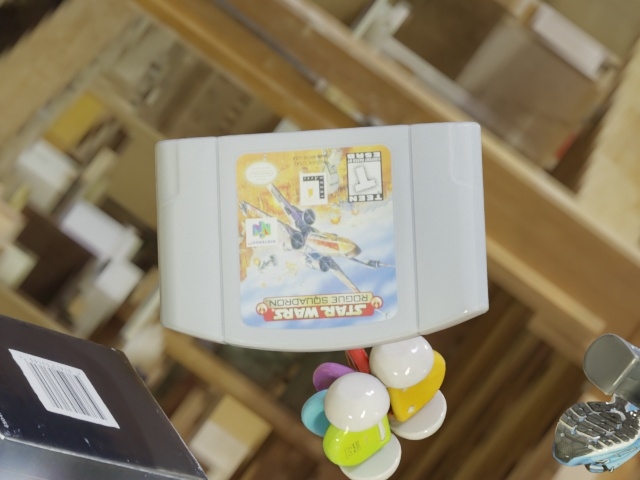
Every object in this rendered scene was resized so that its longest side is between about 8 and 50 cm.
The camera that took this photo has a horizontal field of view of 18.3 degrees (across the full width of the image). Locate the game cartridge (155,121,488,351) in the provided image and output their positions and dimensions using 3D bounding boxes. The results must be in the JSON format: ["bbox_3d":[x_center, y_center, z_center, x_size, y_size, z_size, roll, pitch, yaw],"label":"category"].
[{"bbox_3d":[0.000,0.000,1.777,0.062,0.297,0.198,49,38,-77],"label":"game cartridge"}]

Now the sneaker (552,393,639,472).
[{"bbox_3d":[0.263,0.189,1.825,0.162,0.063,0.073,-9,126,-52],"label":"sneaker"}]

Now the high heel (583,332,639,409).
[{"bbox_3d":[0.292,0.175,1.307,0.093,0.186,0.261,-46,-133,18],"label":"high heel"}]

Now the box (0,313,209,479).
[{"bbox_3d":[-0.307,0.230,1.710,0.294,0.183,0.296,-46,147,14],"label":"box"}]

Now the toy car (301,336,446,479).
[{"bbox_3d":[0.054,0.180,2.316,0.182,0.136,0.159,-42,144,-22],"label":"toy car"}]
